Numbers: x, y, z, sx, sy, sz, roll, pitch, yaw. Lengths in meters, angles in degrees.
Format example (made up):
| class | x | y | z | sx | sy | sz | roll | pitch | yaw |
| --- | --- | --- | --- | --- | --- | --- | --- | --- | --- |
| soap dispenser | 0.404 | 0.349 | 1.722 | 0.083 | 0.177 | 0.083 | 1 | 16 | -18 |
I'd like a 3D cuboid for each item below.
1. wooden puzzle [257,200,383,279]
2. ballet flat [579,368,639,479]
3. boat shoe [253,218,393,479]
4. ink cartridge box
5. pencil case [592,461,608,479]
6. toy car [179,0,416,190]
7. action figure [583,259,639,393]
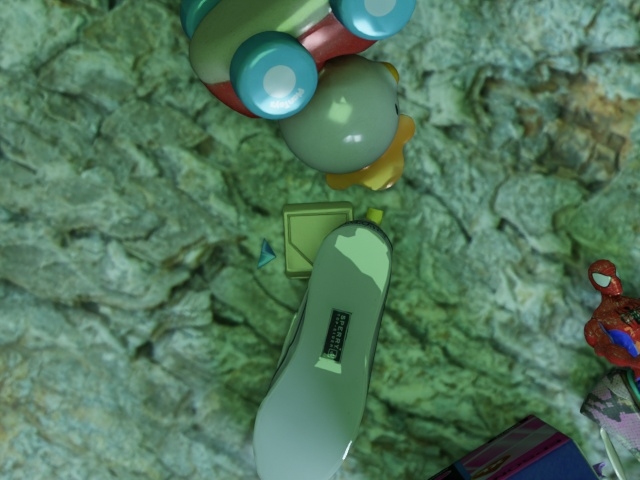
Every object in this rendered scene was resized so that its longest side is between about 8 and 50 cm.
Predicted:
| class | x | y | z | sx | sy | sz | roll | pitch | yaw |
| --- | --- | --- | --- | --- | --- | --- | --- | --- | --- |
| wooden puzzle | 0.000 | 0.000 | 1.809 | 0.116 | 0.014 | 0.078 | 4 | 86 | -1 |
| ballet flat | 0.328 | 0.222 | 1.791 | 0.079 | 0.077 | 0.221 | -42 | 86 | 19 |
| boat shoe | 0.006 | 0.106 | 1.774 | 0.096 | 0.088 | 0.267 | 13 | 100 | 6 |
| ink cartridge box | 0.146 | 0.232 | 1.635 | 0.176 | 0.371 | 0.069 | -32 | 91 | -1 |
| pencil case | 0.264 | 0.314 | 1.783 | 0.088 | 0.086 | 0.206 | -22 | 92 | -28 |
| toy car | 0.019 | -0.153 | 1.743 | 0.210 | 0.219 | 0.238 | -39 | 120 | -1 |
| action figure | 0.326 | 0.128 | 1.708 | 0.091 | 0.139 | 0.280 | -23 | 74 | -21 |
